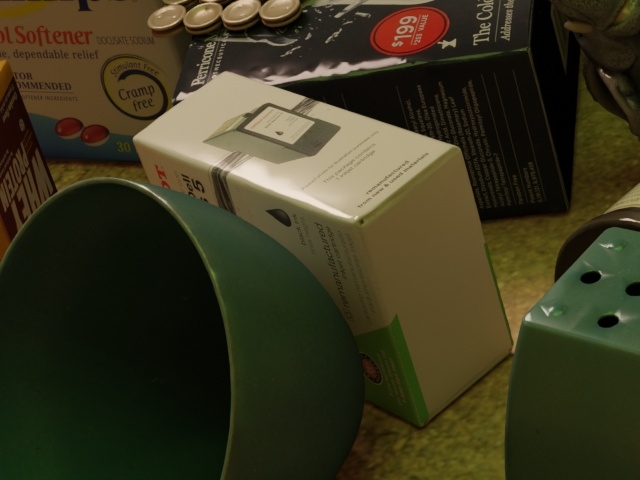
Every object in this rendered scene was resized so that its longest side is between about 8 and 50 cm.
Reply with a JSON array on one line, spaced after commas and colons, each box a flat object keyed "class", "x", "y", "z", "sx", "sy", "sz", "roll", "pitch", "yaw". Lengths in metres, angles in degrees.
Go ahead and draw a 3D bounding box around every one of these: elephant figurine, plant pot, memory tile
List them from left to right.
[{"class": "plant pot", "x": -0.084, "y": 0.106, "z": 1.363, "sx": 0.195, "sy": 0.290, "sz": 0.290, "roll": 3, "pitch": 13, "yaw": -44}, {"class": "memory tile", "x": -0.073, "y": -0.218, "z": 1.693, "sx": 0.148, "sy": 0.012, "sz": 0.113, "roll": -1, "pitch": 42, "yaw": 23}, {"class": "elephant figurine", "x": 0.274, "y": -0.162, "z": 1.565, "sx": 0.169, "sy": 0.186, "sz": 0.239, "roll": -33, "pitch": 57, "yaw": -27}, {"class": "plant pot", "x": 0.213, "y": 0.122, "z": 1.192, "sx": 0.165, "sy": 0.234, "sz": 0.166, "roll": 14, "pitch": 45, "yaw": 39}]

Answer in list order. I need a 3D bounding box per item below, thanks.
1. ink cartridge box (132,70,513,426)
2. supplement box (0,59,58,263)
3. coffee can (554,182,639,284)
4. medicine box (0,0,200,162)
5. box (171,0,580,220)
[{"class": "ink cartridge box", "x": 0.000, "y": 0.000, "z": 1.507, "sx": 0.115, "sy": 0.198, "sz": 0.273, "roll": -38, "pitch": 38, "yaw": -27}, {"class": "supplement box", "x": -0.356, "y": -0.039, "z": 1.737, "sx": 0.194, "sy": 0.191, "sz": 0.129, "roll": -7, "pitch": 34, "yaw": 14}, {"class": "coffee can", "x": 0.329, "y": -0.001, "z": 1.352, "sx": 0.275, "sy": 0.201, "sz": 0.201, "roll": -37, "pitch": 38, "yaw": -29}, {"class": "medicine box", "x": -0.219, "y": -0.233, "z": 1.872, "sx": 0.263, "sy": 0.289, "sz": 0.149, "roll": 3, "pitch": 38, "yaw": 29}, {"class": "box", "x": 0.064, "y": -0.179, "z": 1.740, "sx": 0.312, "sy": 0.179, "sz": 0.343, "roll": -8, "pitch": 39, "yaw": 16}]
